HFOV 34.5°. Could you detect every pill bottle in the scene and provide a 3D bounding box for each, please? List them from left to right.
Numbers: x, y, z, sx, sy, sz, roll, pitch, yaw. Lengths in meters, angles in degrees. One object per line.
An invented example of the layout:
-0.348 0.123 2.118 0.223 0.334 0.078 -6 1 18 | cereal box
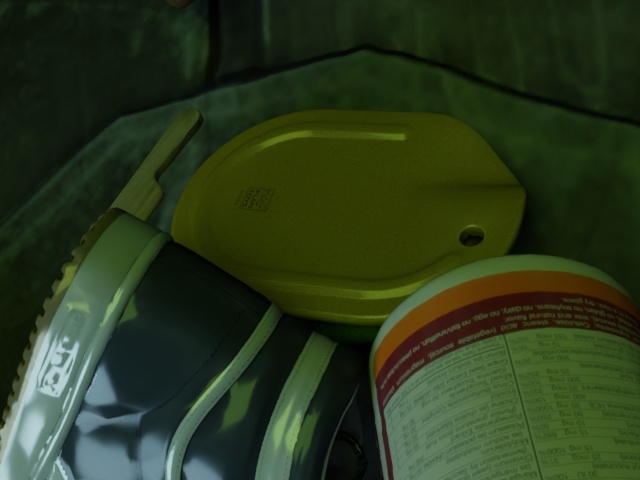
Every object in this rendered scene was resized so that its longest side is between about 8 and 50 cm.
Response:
0.087 0.119 0.369 0.121 0.121 0.221 -26 41 18 | pill bottle

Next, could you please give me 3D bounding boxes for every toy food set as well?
0.000 0.000 0.527 0.218 0.071 0.128 7 55 26 | toy food set

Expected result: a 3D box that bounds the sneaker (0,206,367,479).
-0.077 0.133 0.487 0.153 0.099 0.282 25 120 0 | sneaker

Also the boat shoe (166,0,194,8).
-0.157 -0.255 0.641 0.324 0.122 0.120 42 99 30 | boat shoe
